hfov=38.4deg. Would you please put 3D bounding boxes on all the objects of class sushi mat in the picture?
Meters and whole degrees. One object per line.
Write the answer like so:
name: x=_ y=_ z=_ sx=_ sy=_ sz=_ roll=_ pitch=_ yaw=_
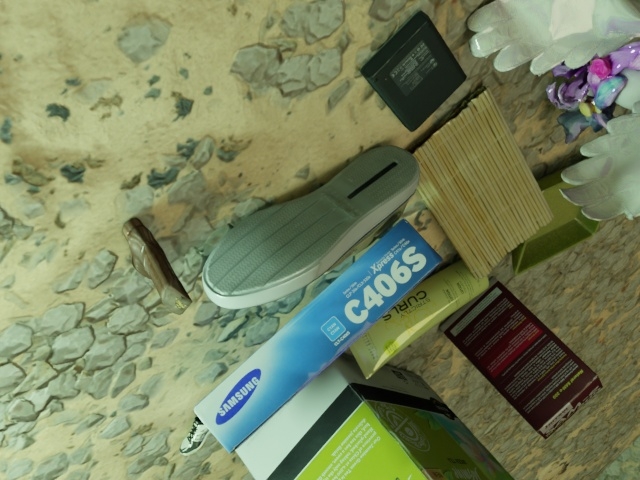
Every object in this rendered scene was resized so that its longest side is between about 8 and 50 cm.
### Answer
sushi mat: x=0.221 y=-0.067 z=1.260 sx=0.151 sy=0.019 sz=0.316 roll=-42 pitch=137 yaw=0

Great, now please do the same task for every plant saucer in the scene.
plant saucer: x=0.380 y=-0.052 z=1.456 sx=0.188 sy=0.045 sz=0.188 roll=-24 pitch=142 yaw=-25

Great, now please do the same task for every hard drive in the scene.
hard drive: x=0.109 y=-0.189 z=1.050 sx=0.094 sy=0.022 sz=0.135 roll=-45 pitch=146 yaw=5

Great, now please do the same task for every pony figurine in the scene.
pony figurine: x=0.386 y=-0.205 z=1.099 sx=0.350 sy=0.303 sz=0.363 roll=-30 pitch=171 yaw=5

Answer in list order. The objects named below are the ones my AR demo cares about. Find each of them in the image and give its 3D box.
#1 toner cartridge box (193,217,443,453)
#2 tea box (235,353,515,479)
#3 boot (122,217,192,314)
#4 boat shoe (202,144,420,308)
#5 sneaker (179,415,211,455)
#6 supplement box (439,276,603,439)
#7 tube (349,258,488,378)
toner cartridge box: x=0.001 y=0.118 z=1.180 sx=0.348 sy=0.075 sz=0.165 roll=-42 pitch=174 yaw=0
tea box: x=0.107 y=0.366 z=1.401 sx=0.220 sy=0.323 sz=0.329 roll=-50 pitch=146 yaw=12
boot: x=-0.161 y=0.044 z=0.955 sx=0.037 sy=0.114 sz=0.106 roll=-35 pitch=146 yaw=-9
boat shoe: x=0.000 y=0.000 z=1.080 sx=0.302 sy=0.109 sz=0.094 roll=-32 pitch=147 yaw=-20
sneaker: x=-0.169 y=0.261 z=1.273 sx=0.083 sy=0.032 sz=0.037 roll=-45 pitch=133 yaw=-4
supplement box: x=0.322 y=0.187 z=1.490 sx=0.130 sy=0.239 sz=0.073 roll=-43 pitch=147 yaw=3
tube: x=0.144 y=0.107 z=1.375 sx=0.240 sy=0.070 sz=0.062 roll=-30 pitch=146 yaw=-18
